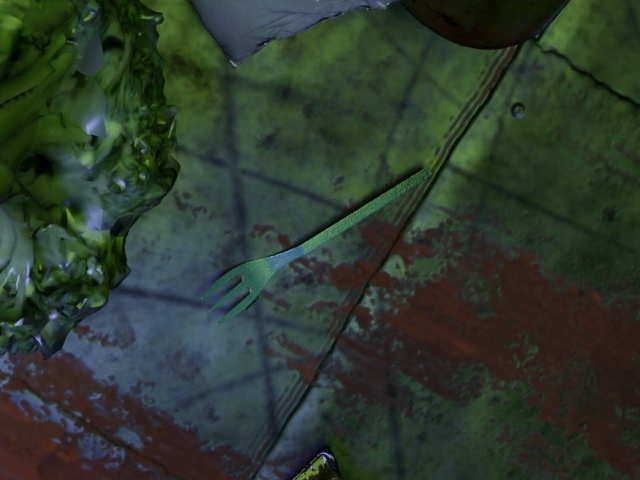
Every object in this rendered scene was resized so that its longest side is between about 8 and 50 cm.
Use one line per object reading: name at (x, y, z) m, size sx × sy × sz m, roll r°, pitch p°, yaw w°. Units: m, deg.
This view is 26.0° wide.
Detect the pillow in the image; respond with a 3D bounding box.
pillow at (-0.027, -0.230, 1.101) m, size 0.229 × 0.050 × 0.148 m, roll -15°, pitch 110°, yaw 36°

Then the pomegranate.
pomegranate at (0.164, -0.254, 1.146) m, size 0.224 × 0.181 × 0.181 m, roll -15°, pitch 107°, yaw -29°

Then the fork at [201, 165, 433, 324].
fork at (-0.001, 0.000, 1.240) m, size 0.235 × 0.021 × 0.039 m, roll -32°, pitch 112°, yaw -5°

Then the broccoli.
broccoli at (-0.267, -0.091, 1.034) m, size 0.249 × 0.302 × 0.375 m, roll 9°, pitch 110°, yaw 25°

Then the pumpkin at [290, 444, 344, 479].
pumpkin at (-0.008, 0.247, 1.291) m, size 0.101 × 0.035 × 0.073 m, roll -41°, pitch 97°, yaw 3°
